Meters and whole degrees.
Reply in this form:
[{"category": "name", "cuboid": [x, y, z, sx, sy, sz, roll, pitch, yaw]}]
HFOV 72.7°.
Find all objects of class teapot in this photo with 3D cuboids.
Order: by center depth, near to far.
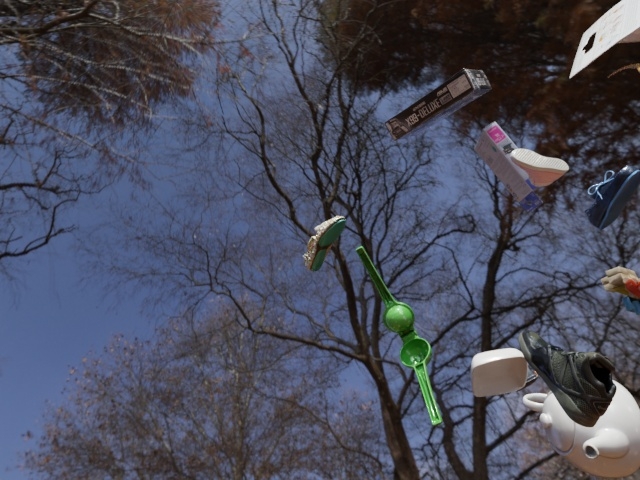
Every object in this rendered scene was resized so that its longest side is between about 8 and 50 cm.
[{"category": "teapot", "cuboid": [0.637, 0.450, 1.077, 0.186, 0.253, 0.256, 3, -45, 2]}]

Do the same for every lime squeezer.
[{"category": "lime squeezer", "cuboid": [0.134, 0.157, 0.743, 0.058, 0.311, 0.109, -37, -32, 28]}]

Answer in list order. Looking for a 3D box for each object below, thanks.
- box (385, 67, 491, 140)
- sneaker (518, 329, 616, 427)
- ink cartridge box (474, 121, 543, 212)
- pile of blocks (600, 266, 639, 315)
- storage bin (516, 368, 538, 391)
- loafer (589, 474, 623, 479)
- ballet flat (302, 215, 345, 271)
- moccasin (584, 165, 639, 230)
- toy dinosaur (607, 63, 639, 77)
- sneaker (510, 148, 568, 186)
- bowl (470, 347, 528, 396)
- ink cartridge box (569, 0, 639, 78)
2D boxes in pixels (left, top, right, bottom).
[{"category": "box", "cuboid": [0.403, -0.459, 1.482, 0.307, 0.242, 0.077, -28, -89, 38]}, {"category": "sneaker", "cuboid": [0.508, 0.246, 0.891, 0.087, 0.228, 0.130, 16, -64, -19]}, {"category": "ink cartridge box", "cuboid": [0.662, -0.247, 1.504, 0.065, 0.311, 0.186, -33, -13, 5]}, {"category": "pile of blocks", "cuboid": [0.927, 0.169, 1.192, 0.112, 0.362, 0.149, 13, -86, -24]}, {"category": "storage bin", "cuboid": [0.832, 0.552, 1.797, 0.098, 0.091, 0.135, -27, -33, -1]}, {"category": "loafer", "cuboid": [0.877, 0.665, 1.366, 0.111, 0.111, 0.320, -11, -81, 6]}, {"category": "ballet flat", "cuboid": [0.000, 0.000, 1.433, 0.091, 0.077, 0.241, -4, -46, -44]}, {"category": "moccasin", "cuboid": [1.038, -0.157, 1.589, 0.137, 0.117, 0.342, -29, -32, -8]}, {"category": "toy dinosaur", "cuboid": [0.775, -0.405, 1.021, 0.112, 0.212, 0.064, -15, -60, 20]}, {"category": "sneaker", "cuboid": [0.470, -0.156, 0.964, 0.134, 0.051, 0.070, 11, -33, -10]}, {"category": "bowl", "cuboid": [0.454, 0.334, 1.123, 0.142, 0.053, 0.142, -11, -55, 5]}, {"category": "ink cartridge box", "cuboid": [0.864, -0.587, 1.121, 0.091, 0.308, 0.385, 40, -35, -8]}]
